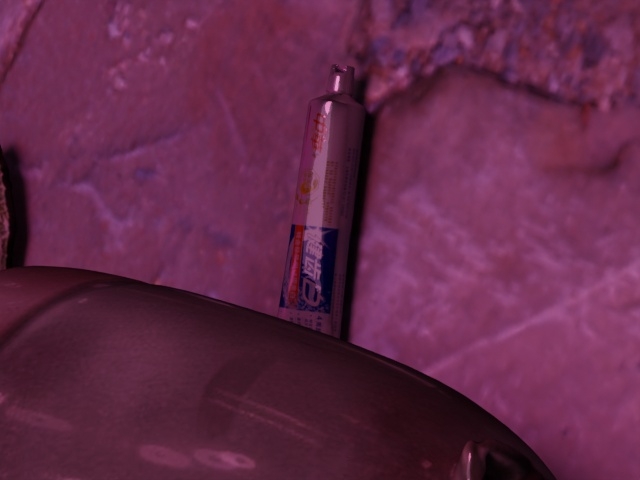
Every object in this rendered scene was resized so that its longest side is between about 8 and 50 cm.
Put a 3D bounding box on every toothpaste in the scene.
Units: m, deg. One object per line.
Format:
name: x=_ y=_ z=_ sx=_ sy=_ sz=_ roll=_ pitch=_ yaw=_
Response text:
toothpaste: x=0.000 y=0.000 z=0.898 sx=0.045 sy=0.028 sz=0.170 roll=7 pitch=88 yaw=31

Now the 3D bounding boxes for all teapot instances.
teapot: x=-0.019 y=0.184 z=0.783 sx=0.312 sy=0.233 sz=0.315 roll=10 pitch=118 yaw=34

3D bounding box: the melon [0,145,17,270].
melon: x=-0.246 y=0.030 z=1.032 sx=0.093 sy=0.139 sz=0.202 roll=5 pitch=88 yaw=60
